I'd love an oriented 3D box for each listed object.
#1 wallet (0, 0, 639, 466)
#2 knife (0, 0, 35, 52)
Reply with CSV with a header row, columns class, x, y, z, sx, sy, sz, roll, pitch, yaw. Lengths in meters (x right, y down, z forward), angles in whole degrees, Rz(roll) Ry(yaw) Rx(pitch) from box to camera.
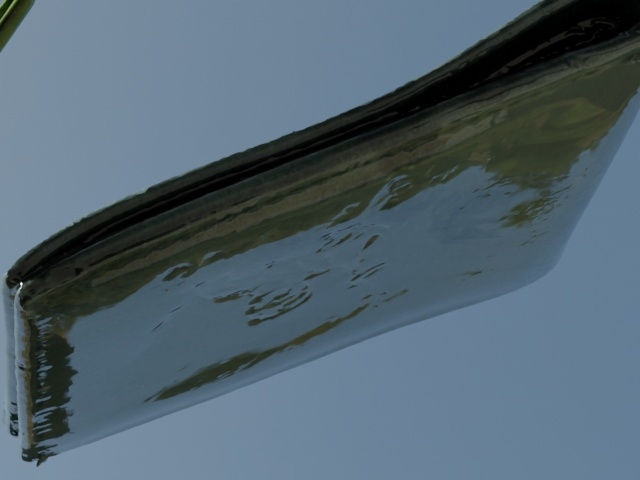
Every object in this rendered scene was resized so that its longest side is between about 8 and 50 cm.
class,x,y,z,sx,sy,sz,roll,pitch,yaw
wallet,0.000,-0.001,0.835,0.290,0.054,0.251,-20,-18,-16
knife,-0.211,-0.076,1.116,0.184,0.022,0.026,-60,-38,-25
